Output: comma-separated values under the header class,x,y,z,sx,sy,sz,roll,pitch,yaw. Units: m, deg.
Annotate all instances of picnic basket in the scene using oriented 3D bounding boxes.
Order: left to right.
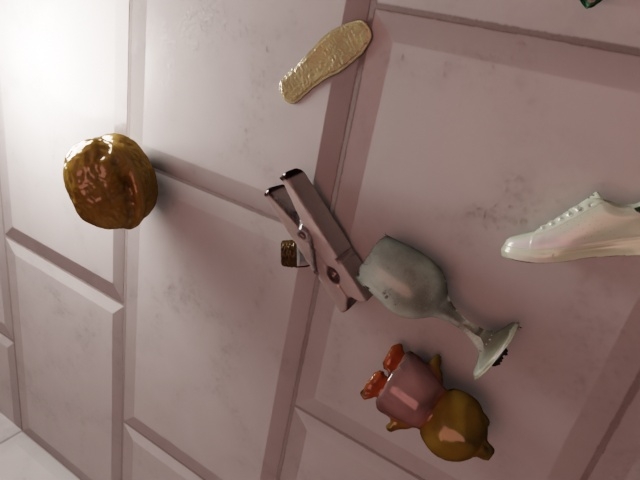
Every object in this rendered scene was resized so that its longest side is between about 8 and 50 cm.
class,x,y,z,sx,sy,sz,roll,pitch,yaw
picnic basket,-0.052,0.030,1.180,0.083,0.072,0.072,-2,108,-1

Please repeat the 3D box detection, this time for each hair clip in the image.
class,x,y,z,sx,sy,sz,roll,pitch,yaw
hair clip,-0.002,0.002,1.117,0.101,0.085,0.330,-32,90,37

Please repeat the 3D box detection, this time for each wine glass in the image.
class,x,y,z,sx,sy,sz,roll,pitch,yaw
wine glass,0.223,0.122,0.987,0.321,0.143,0.143,40,122,15

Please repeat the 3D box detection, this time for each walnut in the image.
class,x,y,z,sx,sy,sz,roll,pitch,yaw
walnut,-0.550,-0.148,1.323,0.257,0.224,0.257,17,121,31

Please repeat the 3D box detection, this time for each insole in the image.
class,x,y,z,sx,sy,sz,roll,pitch,yaw
insole,0.002,-0.368,1.037,0.248,0.011,0.081,-29,90,35

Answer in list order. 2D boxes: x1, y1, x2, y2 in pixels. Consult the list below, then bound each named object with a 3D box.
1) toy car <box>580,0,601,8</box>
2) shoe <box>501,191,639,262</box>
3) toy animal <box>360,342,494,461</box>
class,x,y,z,sx,sy,sz,roll,pitch,yaw
toy car,0.470,-0.475,0.660,0.321,0.097,0.141,-35,86,36
shoe,0.440,-0.026,0.839,0.265,0.095,0.110,-4,98,27
toy animal,0.234,0.348,1.044,0.281,0.169,0.195,36,86,14
